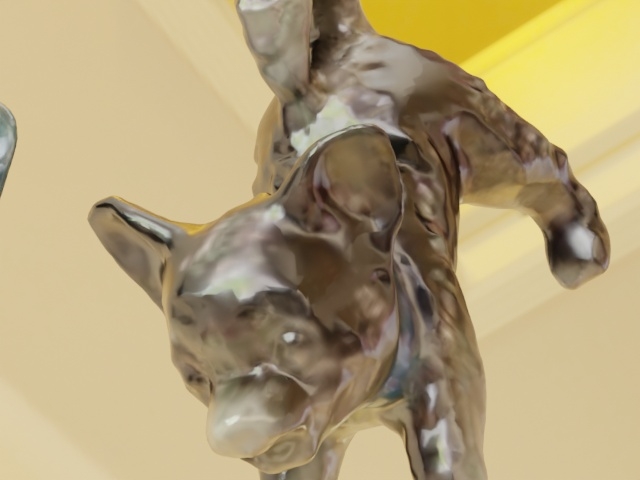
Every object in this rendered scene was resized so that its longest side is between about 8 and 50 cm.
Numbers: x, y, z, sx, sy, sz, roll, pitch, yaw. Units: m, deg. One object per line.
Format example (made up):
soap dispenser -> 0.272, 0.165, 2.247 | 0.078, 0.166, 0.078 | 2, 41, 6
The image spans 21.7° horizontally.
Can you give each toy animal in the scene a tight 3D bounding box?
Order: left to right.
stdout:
toy animal -> 0.000, 0.000, 0.970 | 0.303, 0.194, 0.344 | 58, -146, -22

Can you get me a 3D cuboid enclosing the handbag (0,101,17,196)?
handbag -> -0.284, -0.019, 0.931 | 0.062, 0.229, 0.179 | 24, -100, -58
